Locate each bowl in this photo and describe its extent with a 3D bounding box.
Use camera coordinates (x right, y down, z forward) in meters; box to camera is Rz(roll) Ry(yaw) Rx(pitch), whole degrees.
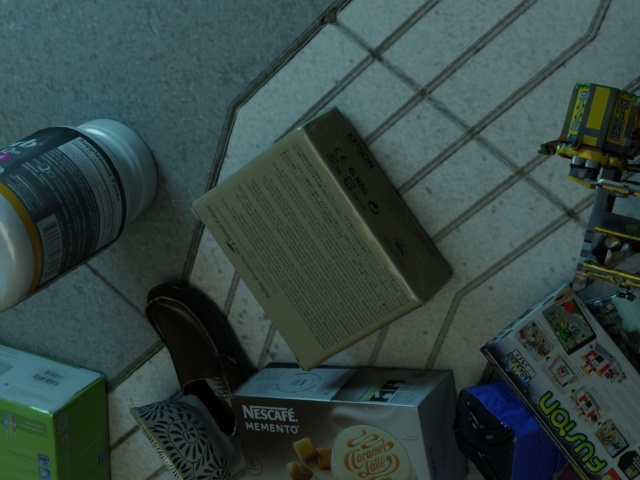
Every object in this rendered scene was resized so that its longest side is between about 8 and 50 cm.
[{"bbox_3d":[-0.160,0.257,1.763,0.170,0.080,0.170,51,166,18],"label":"bowl"}]

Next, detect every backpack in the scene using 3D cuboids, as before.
[{"bbox_3d":[0.206,0.212,1.539,0.120,0.101,0.097,37,128,51],"label":"backpack"}]

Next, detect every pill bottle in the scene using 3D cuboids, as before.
[{"bbox_3d":[-0.318,-0.038,1.615,0.162,0.278,0.162,12,117,25],"label":"pill bottle"}]

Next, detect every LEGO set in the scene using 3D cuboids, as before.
[{"bbox_3d":[0.350,-0.006,1.257,0.331,0.255,0.192,15,91,12],"label":"LEGO set"}]

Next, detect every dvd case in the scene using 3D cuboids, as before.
[{"bbox_3d":[0.318,0.095,1.472,0.119,0.013,0.087,-23,99,36],"label":"dvd case"}]

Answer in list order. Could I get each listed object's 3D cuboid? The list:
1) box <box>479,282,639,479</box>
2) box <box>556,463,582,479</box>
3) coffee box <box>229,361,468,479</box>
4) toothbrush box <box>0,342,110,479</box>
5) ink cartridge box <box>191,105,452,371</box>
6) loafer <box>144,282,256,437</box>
[{"bbox_3d":[0.273,0.158,1.455,0.114,0.036,0.207,-38,90,-5],"label":"box"},{"bbox_3d":[0.251,0.405,1.564,0.142,0.154,0.300,35,125,12],"label":"box"},{"bbox_3d":[0.033,0.225,1.642,0.247,0.098,0.141,1,112,30],"label":"coffee box"},{"bbox_3d":[-0.403,0.301,1.914,0.206,0.122,0.283,13,117,24],"label":"toothbrush box"},{"bbox_3d":[0.000,0.000,1.567,0.193,0.088,0.234,-32,94,38],"label":"ink cartridge box"},{"bbox_3d":[-0.142,0.148,1.721,0.220,0.078,0.080,51,126,1],"label":"loafer"}]
